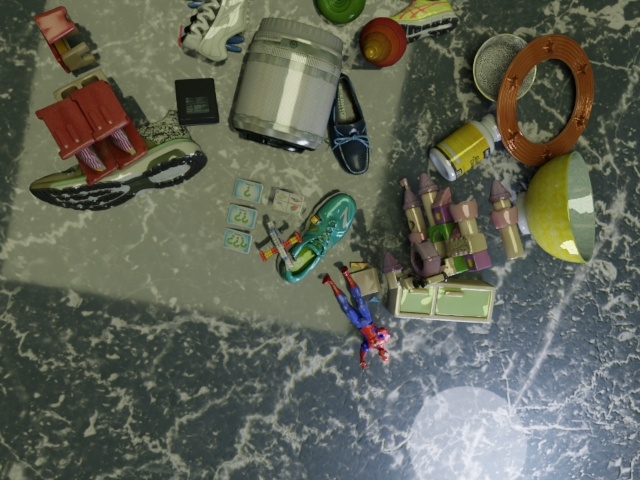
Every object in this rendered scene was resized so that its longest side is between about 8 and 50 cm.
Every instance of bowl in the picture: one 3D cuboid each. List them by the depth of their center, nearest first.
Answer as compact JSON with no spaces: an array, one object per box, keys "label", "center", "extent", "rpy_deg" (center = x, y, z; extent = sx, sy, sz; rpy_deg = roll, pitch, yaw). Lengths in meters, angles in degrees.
[{"label":"bowl","center":[0.456,-0.438,1.722],"extent":[0.170,0.080,0.170],"rpy_deg":[-2,100,-10]},{"label":"bowl","center":[0.604,-0.078,1.752],"extent":[0.156,0.289,0.289],"rpy_deg":[-6,103,33]}]

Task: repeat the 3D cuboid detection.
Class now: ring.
[{"label":"ring","center":[0.590,-0.356,1.728],"extent":[0.337,0.032,0.336],"rpy_deg":[-10,111,-28]}]

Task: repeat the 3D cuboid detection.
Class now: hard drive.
[{"label":"hard drive","center":[-0.293,-0.331,1.589],"extent":[0.094,0.022,0.135],"rpy_deg":[-6,57,-10]}]

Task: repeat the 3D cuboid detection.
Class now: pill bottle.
[{"label":"pill bottle","center":[0.379,-0.243,1.727],"extent":[0.184,0.103,0.103],"rpy_deg":[-36,103,-3]}]

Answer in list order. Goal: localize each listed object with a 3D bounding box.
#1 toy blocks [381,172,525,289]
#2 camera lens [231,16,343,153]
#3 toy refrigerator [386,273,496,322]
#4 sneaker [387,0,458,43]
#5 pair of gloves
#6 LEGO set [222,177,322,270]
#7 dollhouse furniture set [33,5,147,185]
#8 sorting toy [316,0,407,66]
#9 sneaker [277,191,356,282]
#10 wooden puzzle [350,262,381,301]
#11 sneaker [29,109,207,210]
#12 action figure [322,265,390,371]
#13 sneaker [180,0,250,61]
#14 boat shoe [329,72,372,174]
[{"label":"toy blocks","center":[0.278,-0.043,1.622],"extent":[0.309,0.289,0.259],"rpy_deg":[-15,90,-24]},{"label":"camera lens","center":[-0.076,-0.353,1.567],"extent":[0.220,0.219,0.274],"rpy_deg":[14,96,-12]},{"label":"toy refrigerator","center":[0.320,0.154,1.785],"extent":[0.270,0.094,0.102],"rpy_deg":[5,98,-11]},{"label":"sneaker","center":[0.231,-0.554,1.674],"extent":[0.209,0.081,0.094],"rpy_deg":[-9,71,-1]},{"label":"pair of gloves","center":[-0.258,-0.539,1.607],"extent":[0.160,0.023,0.198],"rpy_deg":[4,99,-11]},{"label":"LEGO set","center":[-0.124,-0.037,1.641],"extent":[0.244,0.060,0.182],"rpy_deg":[16,97,17]},{"label":"dollhouse furniture set","center":[-0.534,-0.326,1.429],"extent":[0.152,0.201,0.374],"rpy_deg":[-30,79,-8]},{"label":"sorting toy","center":[0.048,-0.547,1.583],"extent":[0.365,0.126,0.127],"rpy_deg":[46,124,-7]},{"label":"sneaker","center":[0.000,0.000,1.695],"extent":[0.107,0.110,0.275],"rpy_deg":[38,90,-14]},{"label":"wooden puzzle","center":[0.118,0.110,1.784],"extent":[0.079,0.014,0.116],"rpy_deg":[-8,100,-5]},{"label":"sneaker","center":[-0.482,-0.195,1.589],"extent":[0.411,0.158,0.182],"rpy_deg":[-17,70,-6]},{"label":"action figure","center":[0.105,0.216,1.735],"extent":[0.092,0.139,0.280],"rpy_deg":[-29,106,14]},{"label":"sneaker","center":[-0.207,-0.554,1.559],"extent":[0.118,0.110,0.292],"rpy_deg":[30,95,-23]},{"label":"boat shoe","center":[0.062,-0.284,1.670],"extent":[0.109,0.089,0.258],"rpy_deg":[-21,102,-6]}]
